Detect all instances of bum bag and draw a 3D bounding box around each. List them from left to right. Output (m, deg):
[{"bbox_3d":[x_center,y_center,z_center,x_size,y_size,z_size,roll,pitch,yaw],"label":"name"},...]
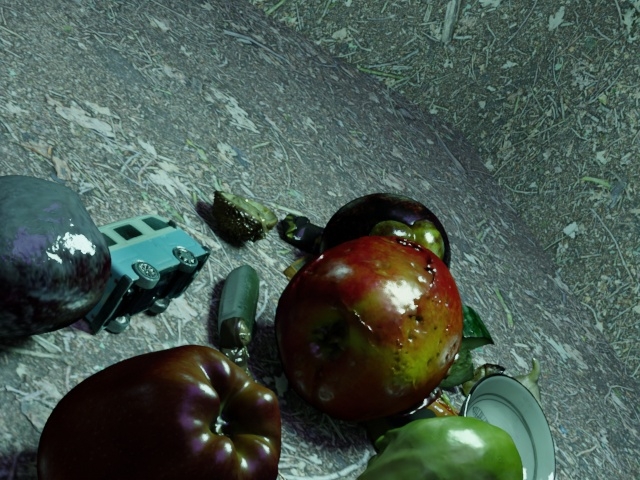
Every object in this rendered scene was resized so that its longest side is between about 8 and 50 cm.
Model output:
[{"bbox_3d":[0.000,0.000,2.479,0.232,0.060,0.107,27,35,-27],"label":"bum bag"}]

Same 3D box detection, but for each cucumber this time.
[{"bbox_3d":[0.299,0.254,2.361,0.191,0.191,0.130,30,25,-27],"label":"cucumber"}]

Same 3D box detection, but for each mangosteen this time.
[{"bbox_3d":[0.151,0.043,2.332,0.330,0.330,0.330,35,23,-17],"label":"mangosteen"}]

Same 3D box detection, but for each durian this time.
[{"bbox_3d":[-0.172,-0.041,2.222,0.148,0.091,0.188,18,10,-44],"label":"durian"}]

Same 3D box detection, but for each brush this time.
[{"bbox_3d":[0.181,0.395,2.055,0.197,0.059,0.123,20,32,-40],"label":"brush"}]

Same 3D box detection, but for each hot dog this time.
[{"bbox_3d":[0.262,0.380,2.217,0.235,0.062,0.092,41,25,0],"label":"hot dog"}]

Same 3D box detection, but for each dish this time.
[{"bbox_3d":[0.376,0.450,2.143,0.316,0.106,0.317,20,58,-37],"label":"dish"}]

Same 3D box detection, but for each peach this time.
[{"bbox_3d":[0.117,0.171,1.975,0.339,0.353,0.416,51,21,21],"label":"peach"}]

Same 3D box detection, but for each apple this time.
[{"bbox_3d":[-0.208,0.288,1.304,0.288,0.316,0.288,35,37,-33],"label":"apple"}]

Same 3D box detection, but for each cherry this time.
[{"bbox_3d":[-0.445,0.023,1.489,0.255,0.218,0.296,51,28,4],"label":"cherry"}]

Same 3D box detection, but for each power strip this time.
[{"bbox_3d":[-0.035,0.064,2.348,0.049,0.028,0.178,44,21,7],"label":"power strip"}]

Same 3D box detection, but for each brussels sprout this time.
[{"bbox_3d":[0.196,0.428,1.678,0.328,0.328,0.247,29,22,-29],"label":"brussels sprout"}]

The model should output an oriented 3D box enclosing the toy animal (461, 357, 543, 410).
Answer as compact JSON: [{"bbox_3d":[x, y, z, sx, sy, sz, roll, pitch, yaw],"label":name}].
[{"bbox_3d":[0.439,0.374,2.394,0.121,0.233,0.169,18,71,-26],"label":"toy animal"}]

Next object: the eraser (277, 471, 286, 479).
[{"bbox_3d":[-0.154,0.353,1.537,0.290,0.087,0.171,48,21,12],"label":"eraser"}]

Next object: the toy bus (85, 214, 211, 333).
[{"bbox_3d":[-0.332,0.043,1.756,0.164,0.133,0.271,42,24,11],"label":"toy bus"}]

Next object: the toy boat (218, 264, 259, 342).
[{"bbox_3d":[-0.157,0.127,1.972,0.085,0.078,0.261,59,15,-26],"label":"toy boat"}]

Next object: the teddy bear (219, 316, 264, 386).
[{"bbox_3d":[-0.155,0.216,1.796,0.119,0.077,0.161,-36,118,-69],"label":"teddy bear"}]
